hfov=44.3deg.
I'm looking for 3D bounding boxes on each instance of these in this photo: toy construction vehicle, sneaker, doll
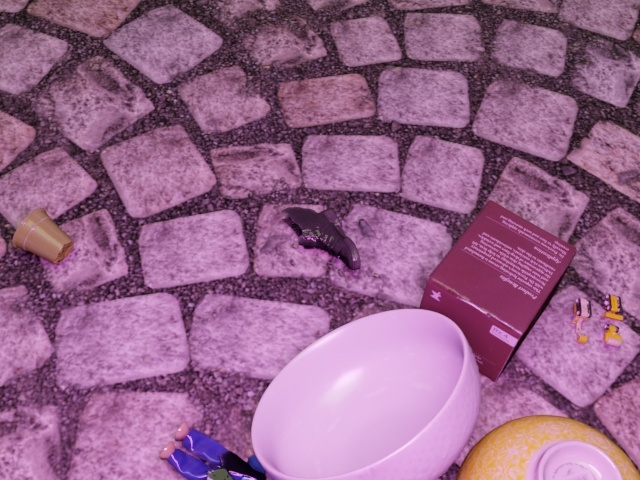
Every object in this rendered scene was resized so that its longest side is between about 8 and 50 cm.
[{"bbox_3d":[0.474,0.137,1.347,0.086,0.035,0.098,11,57,-9],"label":"toy construction vehicle"},{"bbox_3d":[0.000,-0.002,1.405,0.089,0.051,0.170,-18,53,-15],"label":"sneaker"},{"bbox_3d":[-0.142,0.348,1.150,0.189,0.046,0.129,29,49,9],"label":"doll"}]

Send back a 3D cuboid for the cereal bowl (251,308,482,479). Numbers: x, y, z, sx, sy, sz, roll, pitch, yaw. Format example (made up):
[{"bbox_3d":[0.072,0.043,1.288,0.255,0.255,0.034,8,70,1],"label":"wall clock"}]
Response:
[{"bbox_3d":[0.077,0.255,1.119,0.339,0.141,0.339,-23,23,11],"label":"cereal bowl"}]

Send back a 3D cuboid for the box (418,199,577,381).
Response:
[{"bbox_3d":[0.283,0.081,1.289,0.168,0.167,0.203,33,60,18],"label":"box"}]

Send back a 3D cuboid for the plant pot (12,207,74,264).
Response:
[{"bbox_3d":[-0.475,0.000,1.365,0.079,0.083,0.083,35,59,4],"label":"plant pot"}]

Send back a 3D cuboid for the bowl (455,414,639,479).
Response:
[{"bbox_3d":[0.343,0.363,1.102,0.289,0.156,0.289,2,55,-3],"label":"bowl"}]
